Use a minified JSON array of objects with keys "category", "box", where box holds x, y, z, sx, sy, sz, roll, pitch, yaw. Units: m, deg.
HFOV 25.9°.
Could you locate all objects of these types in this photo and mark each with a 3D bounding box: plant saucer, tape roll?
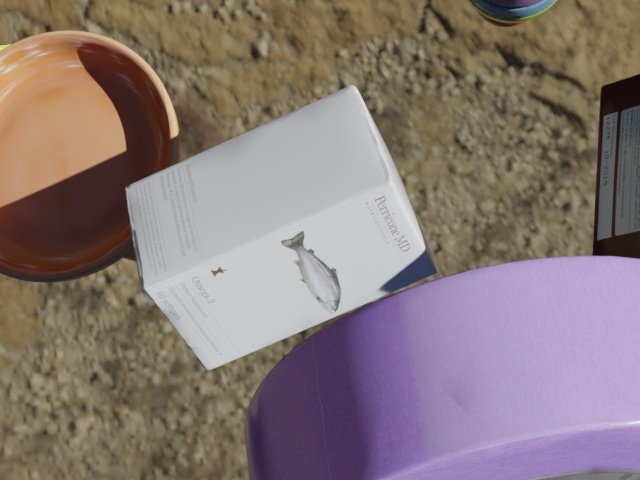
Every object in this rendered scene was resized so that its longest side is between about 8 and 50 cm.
[{"category":"plant saucer","box":[-0.201,-0.063,1.080,0.200,0.200,0.037,-29,164,5]},{"category":"tape roll","box":[0.101,0.119,0.709,0.275,0.090,0.275,-6,147,-4]}]

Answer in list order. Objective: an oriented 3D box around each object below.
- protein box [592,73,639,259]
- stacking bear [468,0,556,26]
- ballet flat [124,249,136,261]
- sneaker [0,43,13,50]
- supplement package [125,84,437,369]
[{"category":"protein box","box":[0.315,-0.031,0.879,0.200,0.136,0.201,21,157,-36]},{"category":"stacking bear","box":[0.259,-0.372,1.894,0.175,0.164,0.289,-12,174,4]},{"category":"ballet flat","box":[-0.128,-0.003,1.187,0.058,0.250,0.084,33,76,-36]},{"category":"sneaker","box":[-0.314,-0.123,1.669,0.109,0.123,0.295,-35,135,6]},{"category":"supplement package","box":[-0.028,-0.008,0.960,0.179,0.105,0.105,-24,136,7]}]
